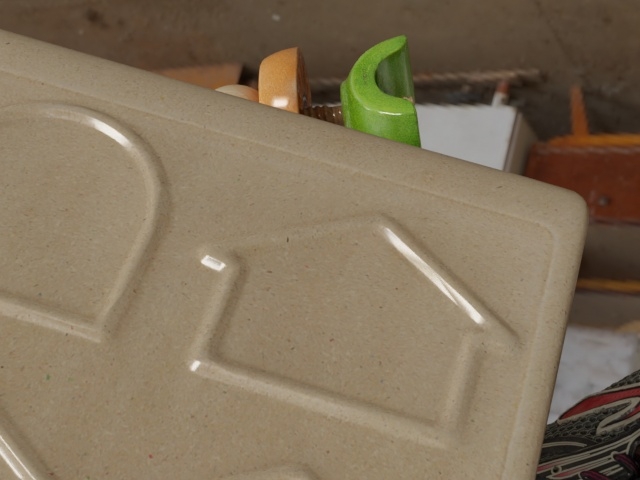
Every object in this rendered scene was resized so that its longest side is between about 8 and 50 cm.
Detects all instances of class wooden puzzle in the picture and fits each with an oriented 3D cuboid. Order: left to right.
[{"bbox_3d":[-0.075,0.070,0.503,0.322,0.348,0.080,17,141,5],"label":"wooden puzzle"}]

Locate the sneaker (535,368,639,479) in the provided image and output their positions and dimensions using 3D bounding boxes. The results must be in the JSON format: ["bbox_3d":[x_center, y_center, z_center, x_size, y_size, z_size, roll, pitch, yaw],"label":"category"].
[{"bbox_3d":[0.189,0.127,0.667,0.299,0.121,0.112,-38,168,24],"label":"sneaker"}]

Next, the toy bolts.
[{"bbox_3d":[0.000,0.000,0.860,0.158,0.228,0.218,-8,136,6],"label":"toy bolts"}]
